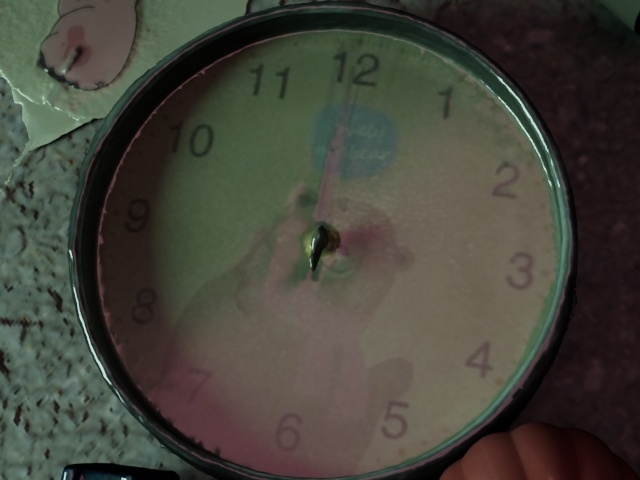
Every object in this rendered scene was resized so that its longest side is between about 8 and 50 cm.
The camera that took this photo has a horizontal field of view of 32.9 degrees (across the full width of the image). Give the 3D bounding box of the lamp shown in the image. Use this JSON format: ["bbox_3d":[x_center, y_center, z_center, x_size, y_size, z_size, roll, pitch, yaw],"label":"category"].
[{"bbox_3d":[0.103,0.138,0.513,0.107,0.092,0.107,0,108,-1],"label":"lamp"}]

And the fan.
[{"bbox_3d":[-0.159,-0.095,0.659,0.182,0.010,0.310,23,78,13],"label":"fan"}]

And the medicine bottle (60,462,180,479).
[{"bbox_3d":[-0.025,0.203,0.518,0.258,0.079,0.124,22,82,13],"label":"medicine bottle"}]

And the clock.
[{"bbox_3d":[0.000,0.000,0.586,0.281,0.055,0.280,-2,74,7],"label":"clock"}]

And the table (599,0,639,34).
[{"bbox_3d":[0.198,-0.172,0.568,0.133,0.133,0.043,-41,74,-5],"label":"table"}]
